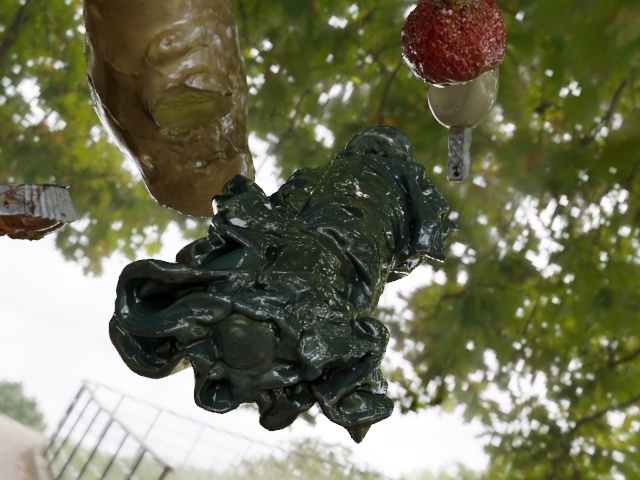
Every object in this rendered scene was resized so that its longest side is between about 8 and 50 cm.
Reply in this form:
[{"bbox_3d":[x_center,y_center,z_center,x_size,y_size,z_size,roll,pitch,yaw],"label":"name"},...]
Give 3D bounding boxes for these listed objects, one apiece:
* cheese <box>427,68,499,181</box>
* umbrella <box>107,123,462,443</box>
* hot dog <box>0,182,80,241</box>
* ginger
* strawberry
[{"bbox_3d":[0.165,-0.159,1.274,0.048,0.171,0.092,-1,24,-32],"label":"cheese"},{"bbox_3d":[0.001,0.003,0.630,0.143,0.349,0.094,32,-66,0],"label":"umbrella"},{"bbox_3d":[-0.304,-0.016,0.906,0.191,0.059,0.108,-8,2,-1],"label":"hot dog"},{"bbox_3d":[-0.123,-0.161,0.822,0.270,0.123,0.218,91,-24,-46],"label":"ginger"},{"bbox_3d":[0.121,-0.192,0.978,0.106,0.106,0.106,24,-24,11],"label":"strawberry"}]
